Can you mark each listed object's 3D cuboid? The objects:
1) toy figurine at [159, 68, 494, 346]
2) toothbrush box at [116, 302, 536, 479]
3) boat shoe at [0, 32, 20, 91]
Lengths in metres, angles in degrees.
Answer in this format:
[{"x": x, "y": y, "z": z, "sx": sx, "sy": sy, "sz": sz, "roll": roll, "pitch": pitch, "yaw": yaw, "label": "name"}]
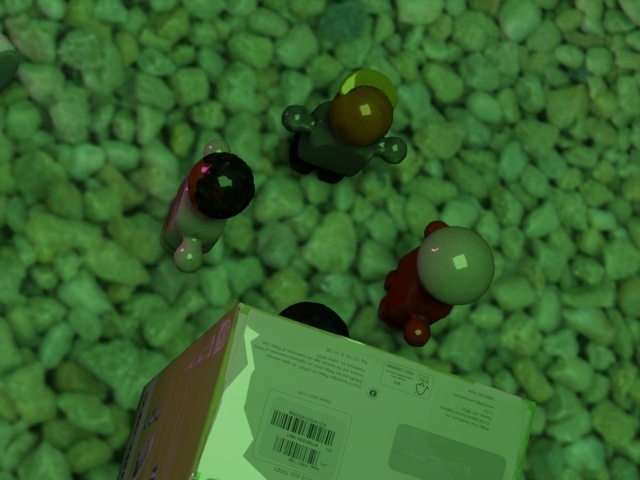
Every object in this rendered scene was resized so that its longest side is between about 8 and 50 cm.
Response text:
[{"x": 0.000, "y": 0.000, "z": 1.324, "sx": 0.213, "sy": 0.148, "sz": 0.209, "roll": -25, "pitch": 84, "yaw": -22, "label": "toy figurine"}, {"x": -0.011, "y": 0.157, "z": 1.203, "sx": 0.206, "sy": 0.283, "sz": 0.122, "roll": 20, "pitch": 71, "yaw": -13, "label": "toothbrush box"}, {"x": -0.345, "y": -0.108, "z": 1.227, "sx": 0.105, "sy": 0.113, "sz": 0.306, "roll": 46, "pitch": 46, "yaw": 9, "label": "boat shoe"}]
